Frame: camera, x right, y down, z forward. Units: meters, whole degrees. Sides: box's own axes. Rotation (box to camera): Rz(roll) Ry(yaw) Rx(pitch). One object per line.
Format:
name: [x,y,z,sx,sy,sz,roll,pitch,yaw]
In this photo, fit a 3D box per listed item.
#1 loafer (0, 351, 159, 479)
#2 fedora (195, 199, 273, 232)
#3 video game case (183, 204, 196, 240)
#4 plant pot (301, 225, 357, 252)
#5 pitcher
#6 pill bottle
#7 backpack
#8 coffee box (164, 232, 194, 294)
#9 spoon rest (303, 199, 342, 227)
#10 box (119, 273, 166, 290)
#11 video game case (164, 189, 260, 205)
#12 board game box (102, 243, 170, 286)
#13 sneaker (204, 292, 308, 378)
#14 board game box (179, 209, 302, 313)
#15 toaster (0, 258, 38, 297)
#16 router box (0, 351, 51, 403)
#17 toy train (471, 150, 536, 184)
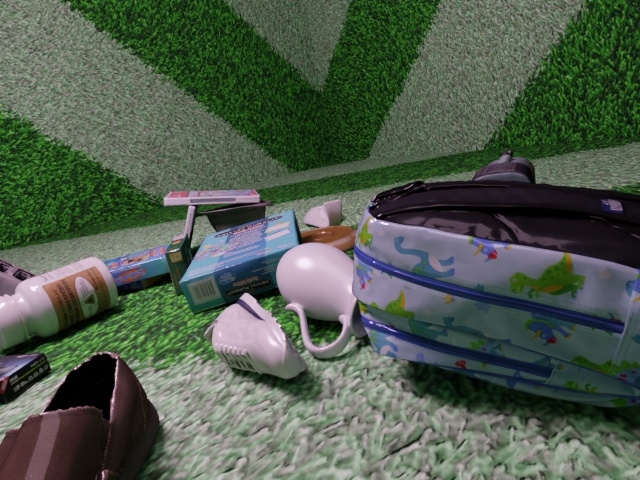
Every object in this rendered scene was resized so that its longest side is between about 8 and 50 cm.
loafer: [-0.244,0.216,0.369,0.133,0.130,0.366,-13,15,-7]
fedora: [-0.268,-0.054,1.417,0.243,0.125,0.275,-9,9,5]
video game case: [-0.419,-0.036,1.385,0.022,0.173,0.190,10,10,-15]
plant pot: [0.000,0.000,1.191,0.236,0.033,0.236,-12,14,3]
pitcher: [0.003,0.092,0.703,0.177,0.126,0.207,-38,37,-28]
pill bottle: [-0.578,0.133,0.938,0.131,0.131,0.229,0,19,39]
backpack: [0.210,0.037,0.504,0.355,0.274,0.290,20,27,11]
coffee box: [-0.349,0.055,1.095,0.040,0.113,0.184,-13,16,-9]
spoon rest: [0.019,-0.077,1.416,0.137,0.084,0.276,-13,1,-9]
box: [-0.486,0.103,1.190,0.081,0.028,0.136,-7,18,19]
video game case: [-0.348,-0.141,1.406,0.284,0.025,0.204,-3,12,-14]
board game box: [-0.507,0.072,1.173,0.210,0.047,0.160,-16,15,-11]
sneaker: [-0.099,0.152,0.625,0.094,0.090,0.235,-31,17,-21]
board game box: [-0.167,0.033,1.034,0.253,0.079,0.336,-17,17,0]
toaster: [-0.779,0.119,1.050,0.110,0.168,0.185,-59,25,-5]
router box: [-0.538,0.230,0.723,0.122,0.038,0.092,-8,14,13]
toy train: [0.364,-0.065,0.837,0.142,0.191,0.334,-3,17,29]
